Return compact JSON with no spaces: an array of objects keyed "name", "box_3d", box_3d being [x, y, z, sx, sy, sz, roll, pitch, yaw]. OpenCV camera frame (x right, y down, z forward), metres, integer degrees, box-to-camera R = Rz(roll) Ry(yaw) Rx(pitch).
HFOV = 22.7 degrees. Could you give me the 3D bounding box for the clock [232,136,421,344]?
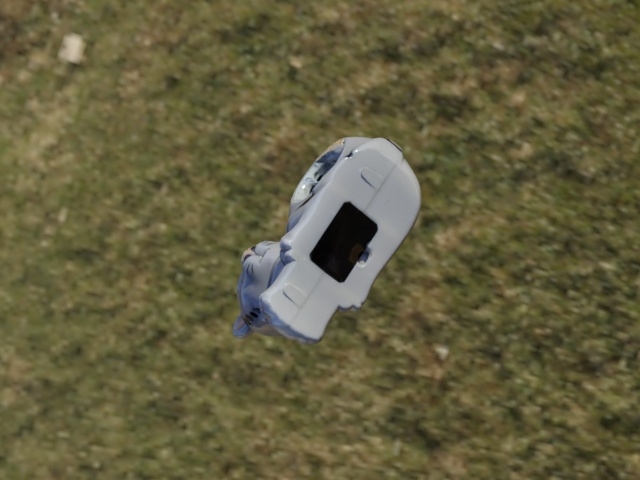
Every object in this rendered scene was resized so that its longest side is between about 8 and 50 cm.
[{"name":"clock","box_3d":[0.000,0.000,1.194,0.176,0.080,0.117,-56,17,-17]}]
